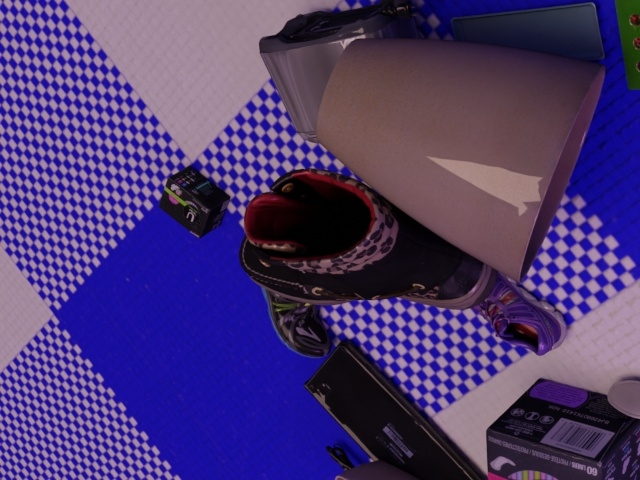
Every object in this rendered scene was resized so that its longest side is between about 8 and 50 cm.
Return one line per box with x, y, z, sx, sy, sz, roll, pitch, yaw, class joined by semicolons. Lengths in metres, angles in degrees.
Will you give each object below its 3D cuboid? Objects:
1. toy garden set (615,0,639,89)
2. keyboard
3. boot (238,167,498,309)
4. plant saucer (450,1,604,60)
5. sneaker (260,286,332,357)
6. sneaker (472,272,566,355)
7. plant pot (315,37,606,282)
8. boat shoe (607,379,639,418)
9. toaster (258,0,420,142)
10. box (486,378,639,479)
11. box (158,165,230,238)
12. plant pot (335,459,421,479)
0.426;-0.260;1.477;0.244;0.049;0.204;5;118;38;toy garden set
0.099;0.307;2.069;0.317;0.033;0.201;47;129;10;keyboard
0.000;0.000;1.787;0.377;0.284;0.138;8;82;34;boot
0.241;-0.237;1.658;0.192;0.018;0.067;1;114;40;plant saucer
-0.036;0.083;2.025;0.078;0.067;0.188;-18;99;50;sneaker
0.230;0.087;1.810;0.170;0.071;0.068;30;129;24;sneaker
0.144;-0.122;1.594;0.274;0.256;0.256;23;127;12;plant pot
0.414;0.201;1.747;0.125;0.038;0.046;5;74;36;boat shoe
0.044;-0.211;1.758;0.227;0.129;0.146;-6;113;33;toaster
0.318;0.339;1.829;0.165;0.143;0.270;13;122;34;box
-0.184;-0.056;2.079;0.083;0.052;0.062;37;131;16;box
0.085;0.375;2.026;0.109;0.096;0.109;22;122;25;plant pot
